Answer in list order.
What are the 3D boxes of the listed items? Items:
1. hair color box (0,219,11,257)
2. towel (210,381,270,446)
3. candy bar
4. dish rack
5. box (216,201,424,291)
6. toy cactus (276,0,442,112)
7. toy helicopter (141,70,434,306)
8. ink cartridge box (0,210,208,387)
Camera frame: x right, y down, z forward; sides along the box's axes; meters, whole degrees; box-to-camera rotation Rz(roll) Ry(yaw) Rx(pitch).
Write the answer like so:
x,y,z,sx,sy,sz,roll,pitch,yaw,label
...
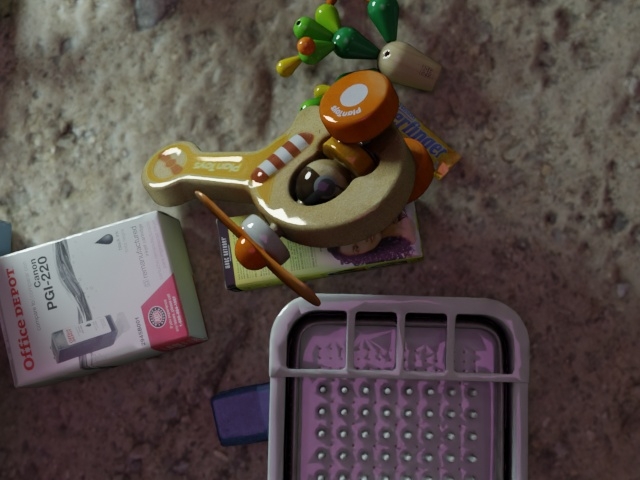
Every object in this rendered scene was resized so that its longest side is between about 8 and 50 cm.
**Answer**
x,y,z,sx,sy,sz,roll,pitch,yaw,label
-0.580,0.022,1.178,0.374,0.185,0.114,0,85,7,hair color box
-0.065,0.200,1.172,0.119,0.029,0.067,-11,83,5,towel
0.097,-0.133,1.162,0.161,0.018,0.040,40,92,-22,candy bar
0.083,0.229,1.114,0.285,0.072,0.333,2,84,-2,dish rack
0.000,0.000,1.171,0.232,0.058,0.087,-11,82,7,box
0.056,-0.231,1.178,0.180,0.112,0.219,22,78,-1,toy cactus
-0.064,-0.054,1.114,0.355,0.140,0.235,5,57,33,toy helicopter
-0.262,0.071,1.181,0.217,0.092,0.159,-17,82,7,ink cartridge box
